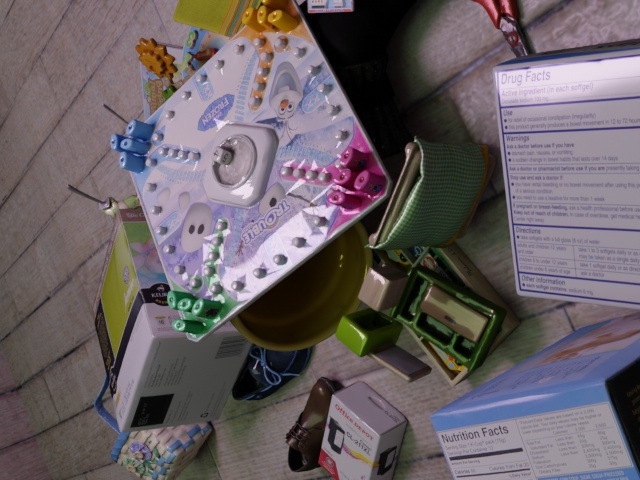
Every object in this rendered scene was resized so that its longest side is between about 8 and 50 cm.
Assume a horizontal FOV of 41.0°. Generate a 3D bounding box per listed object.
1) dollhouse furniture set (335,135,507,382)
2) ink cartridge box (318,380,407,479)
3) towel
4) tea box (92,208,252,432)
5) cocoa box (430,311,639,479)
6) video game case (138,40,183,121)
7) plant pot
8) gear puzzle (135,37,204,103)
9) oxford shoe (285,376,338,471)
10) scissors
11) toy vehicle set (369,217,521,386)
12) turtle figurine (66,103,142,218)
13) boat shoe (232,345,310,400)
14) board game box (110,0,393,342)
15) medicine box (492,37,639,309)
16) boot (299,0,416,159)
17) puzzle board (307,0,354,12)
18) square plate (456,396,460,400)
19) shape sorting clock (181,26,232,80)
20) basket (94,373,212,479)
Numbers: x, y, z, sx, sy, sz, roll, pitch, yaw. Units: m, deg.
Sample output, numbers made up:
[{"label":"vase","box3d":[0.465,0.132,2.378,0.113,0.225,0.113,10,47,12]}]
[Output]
[{"label":"dollhouse furniture set","box3d":[0.172,0.027,1.148,0.151,0.197,0.301,32,113,29]},{"label":"ink cartridge box","box3d":[0.072,0.362,1.537,0.127,0.072,0.175,36,130,37]},{"label":"towel","box3d":[-0.183,-0.423,1.533,0.237,0.021,0.102,26,96,42]},{"label":"tea box","box3d":[-0.305,0.155,1.724,0.323,0.220,0.329,65,144,35]},{"label":"cocoa box","box3d":[0.336,0.220,0.939,0.231,0.347,0.228,-25,84,46]},{"label":"video game case","box3d":[-0.310,-0.296,1.765,0.193,0.023,0.212,21,120,44]},{"label":"plant pot","box3d":[-0.079,0.019,1.404,0.239,0.254,0.254,36,132,56]},{"label":"gear puzzle","box3d":[-0.211,-0.227,1.539,0.175,0.044,0.339,-14,122,51]},{"label":"oxford shoe","box3d":[-0.015,0.359,1.623,0.083,0.096,0.227,36,128,38]},{"label":"scissors","box3d":[0.242,-0.279,1.126,0.109,0.021,0.297,-9,99,48]},{"label":"toy vehicle set","box3d":[0.174,0.076,1.331,0.267,0.035,0.166,52,137,22]},{"label":"turtle figurine","box3d":[-0.388,-0.131,1.759,0.266,0.275,0.198,120,143,-58]},{"label":"boat shoe","box3d":[-0.099,0.255,1.683,0.109,0.089,0.258,51,137,23]},{"label":"board game box","box3d":[-0.127,-0.115,1.244,0.390,0.050,0.390,-38,59,23]},{"label":"medicine box","box3d":[0.355,-0.078,0.965,0.263,0.149,0.289,5,108,49]},{"label":"boot","box3d":[0.076,-0.250,1.236,0.348,0.131,0.260,-24,79,62]},{"label":"puzzle board","box3d":[0.011,-0.360,1.162,0.128,0.011,0.096,25,119,59]},{"label":"square plate","box3d":[0.304,0.384,1.182,0.347,0.049,0.344,123,126,-83]},{"label":"shape sorting clock","box3d":[-0.190,-0.340,1.561,0.206,0.040,0.206,1,91,45]},{"label":"basket","box3d":[-0.416,0.424,2.037,0.289,0.201,0.255,43,135,17]}]
